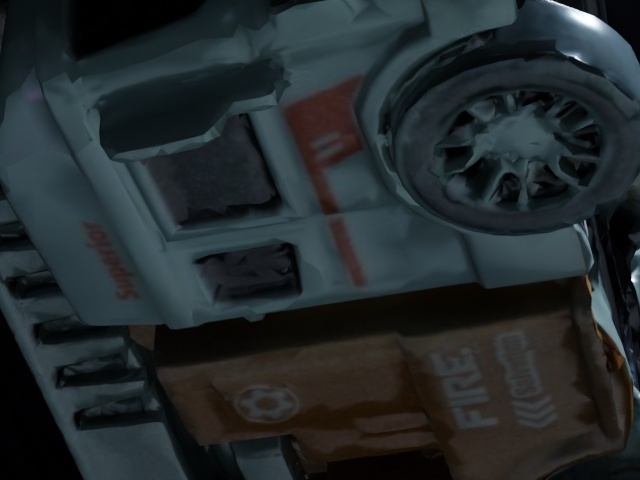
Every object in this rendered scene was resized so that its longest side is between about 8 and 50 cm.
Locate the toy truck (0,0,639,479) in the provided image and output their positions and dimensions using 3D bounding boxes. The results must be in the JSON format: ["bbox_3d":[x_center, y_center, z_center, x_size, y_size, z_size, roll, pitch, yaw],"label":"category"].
[{"bbox_3d":[0.000,0.000,0.494,0.184,0.133,0.338,-11,-42,11],"label":"toy truck"}]
